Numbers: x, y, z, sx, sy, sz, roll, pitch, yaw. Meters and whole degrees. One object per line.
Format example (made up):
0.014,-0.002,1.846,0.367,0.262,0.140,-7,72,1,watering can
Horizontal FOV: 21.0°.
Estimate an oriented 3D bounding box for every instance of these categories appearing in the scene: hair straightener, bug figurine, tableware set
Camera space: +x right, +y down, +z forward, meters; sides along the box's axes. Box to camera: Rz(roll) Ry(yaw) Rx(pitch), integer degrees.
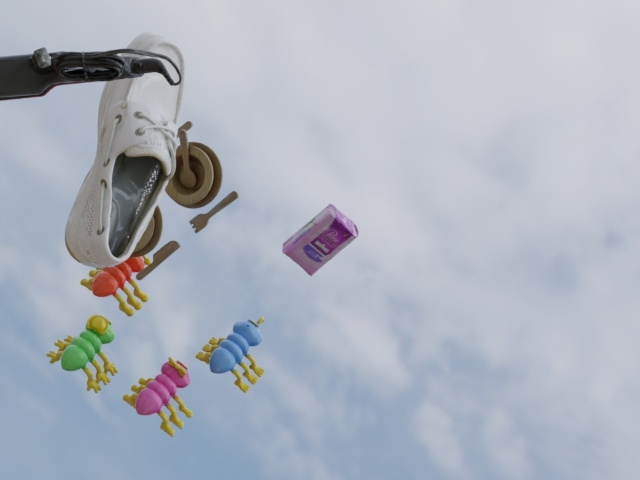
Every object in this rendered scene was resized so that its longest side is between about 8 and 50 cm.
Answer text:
-0.247,-0.155,1.635,0.230,0.047,0.089,0,-1,0,hair straightener
-0.216,0.124,2.231,0.279,0.216,0.072,31,-30,14,bug figurine
-0.209,-0.053,2.210,0.194,0.039,0.128,-39,-104,21,tableware set

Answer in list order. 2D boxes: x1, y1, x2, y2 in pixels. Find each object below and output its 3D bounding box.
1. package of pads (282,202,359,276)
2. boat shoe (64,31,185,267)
0.000,0.000,2.056,0.083,0.032,0.050,-40,-62,19,package of pads
-0.198,-0.099,1.927,0.098,0.277,0.096,19,-8,-35,boat shoe
